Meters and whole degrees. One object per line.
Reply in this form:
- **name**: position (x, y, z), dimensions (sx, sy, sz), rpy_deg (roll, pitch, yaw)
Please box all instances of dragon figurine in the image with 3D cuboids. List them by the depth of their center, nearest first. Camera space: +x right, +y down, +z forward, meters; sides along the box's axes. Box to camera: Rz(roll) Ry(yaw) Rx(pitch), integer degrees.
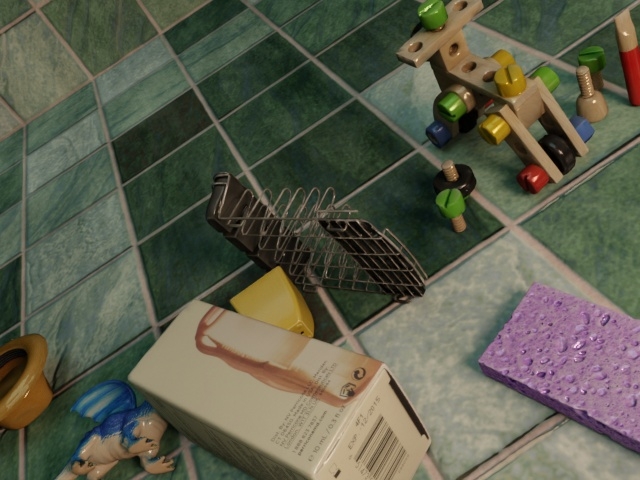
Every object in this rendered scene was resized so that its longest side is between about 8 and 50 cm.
- **dragon figurine**: position (-0.267, 0.242, 0.856), dimensions (0.289, 0.085, 0.144), rpy_deg (-26, 36, 3)

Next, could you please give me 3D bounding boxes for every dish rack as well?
- **dish rack**: position (0.000, 0.000, 0.841), dimensions (0.271, 0.208, 0.074), rpy_deg (3, 63, 37)

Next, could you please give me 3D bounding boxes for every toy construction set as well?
- **toy construction set**: position (0.248, -0.219, 0.864), dimensions (0.309, 0.237, 0.257), rpy_deg (-23, 39, 12)

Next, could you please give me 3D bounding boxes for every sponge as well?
- **sponge**: position (0.270, 0.121, 0.649), dimensions (0.117, 0.031, 0.210), rpy_deg (-47, 40, -17)

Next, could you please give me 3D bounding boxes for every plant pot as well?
- **plant pot**: position (-0.054, 0.101, 0.866), dimensions (0.081, 0.081, 0.083), rpy_deg (-36, 49, -3)

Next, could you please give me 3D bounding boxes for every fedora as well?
- **fedora**: position (-0.473, 0.234, 1.020), dimensions (0.194, 0.079, 0.194), rpy_deg (-25, 36, 20)

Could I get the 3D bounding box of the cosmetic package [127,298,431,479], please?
- **cosmetic package**: position (-0.051, 0.181, 0.718), dimensions (0.296, 0.153, 0.129), rpy_deg (12, 54, 41)
